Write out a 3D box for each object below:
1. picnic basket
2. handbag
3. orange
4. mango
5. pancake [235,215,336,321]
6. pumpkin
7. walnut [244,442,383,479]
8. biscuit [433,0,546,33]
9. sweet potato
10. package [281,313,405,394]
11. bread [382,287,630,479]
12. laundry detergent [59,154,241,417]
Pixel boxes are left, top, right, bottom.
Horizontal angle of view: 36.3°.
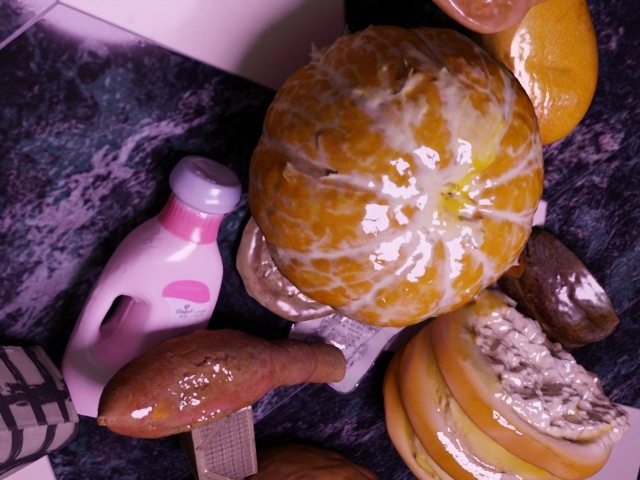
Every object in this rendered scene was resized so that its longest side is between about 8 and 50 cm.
[{"bbox_3d":[-0.141,0.237,1.274,0.080,0.115,0.164,-17,131,-18],"label":"picnic basket"},{"bbox_3d":[-0.456,0.225,0.986,0.327,0.162,0.325,-34,168,3],"label":"handbag"},{"bbox_3d":[0.082,-0.069,1.056,0.329,0.249,0.329,-9,119,-18],"label":"orange"},{"bbox_3d":[0.247,-0.234,1.131,0.157,0.109,0.262,-10,114,-14],"label":"mango"},{"bbox_3d":[0.000,0.000,1.221,0.212,0.029,0.235,4,115,-27],"label":"pancake"},{"bbox_3d":[0.339,0.120,1.430,0.130,0.149,0.254,-37,135,-10],"label":"pumpkin"},{"bbox_3d":[-0.033,0.474,1.391,0.398,0.308,0.354,50,60,-43],"label":"walnut"},{"bbox_3d":[0.149,-0.385,0.954,0.351,0.057,0.312,20,100,-28],"label":"biscuit"},{"bbox_3d":[-0.101,0.154,1.150,0.385,0.109,0.109,-8,130,-46],"label":"sweet potato"},{"bbox_3d":[0.057,0.099,1.331,0.166,0.040,0.232,33,98,-36],"label":"package"},{"bbox_3d":[0.233,0.247,1.356,0.316,0.211,0.270,44,117,-3],"label":"bread"},{"bbox_3d":[-0.190,0.059,1.132,0.159,0.088,0.335,7,119,-39],"label":"laundry detergent"}]
